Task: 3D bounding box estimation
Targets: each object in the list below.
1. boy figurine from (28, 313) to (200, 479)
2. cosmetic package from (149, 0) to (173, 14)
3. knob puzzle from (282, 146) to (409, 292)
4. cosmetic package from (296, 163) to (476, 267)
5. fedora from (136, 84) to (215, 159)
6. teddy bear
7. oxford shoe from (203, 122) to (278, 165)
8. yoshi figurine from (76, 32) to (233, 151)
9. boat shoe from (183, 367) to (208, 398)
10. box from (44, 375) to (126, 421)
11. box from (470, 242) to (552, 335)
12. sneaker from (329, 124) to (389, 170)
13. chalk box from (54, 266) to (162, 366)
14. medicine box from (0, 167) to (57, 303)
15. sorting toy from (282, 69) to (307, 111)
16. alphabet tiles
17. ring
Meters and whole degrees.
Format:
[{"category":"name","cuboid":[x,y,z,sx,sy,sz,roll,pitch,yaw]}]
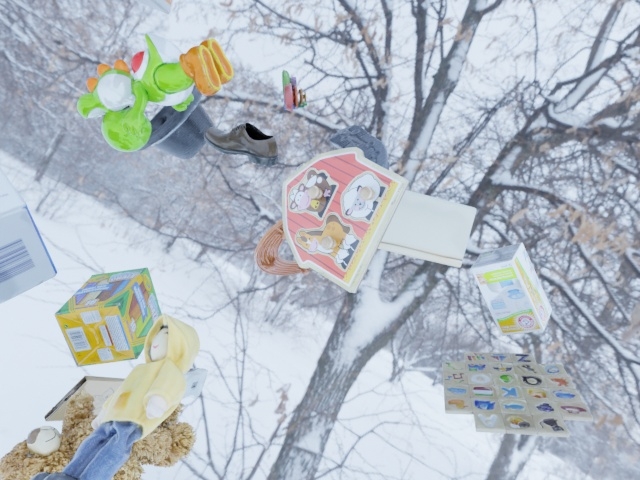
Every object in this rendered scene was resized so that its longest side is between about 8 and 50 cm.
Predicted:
[{"category":"boy figurine","cuboid":[-0.258,0.225,0.655,0.177,0.285,0.092,-22,-61,43]},{"category":"cosmetic package","cuboid":[-0.374,-0.611,0.885,0.162,0.230,0.453,20,14,-12]},{"category":"knob puzzle","cuboid":[0.007,-0.046,0.666,0.213,0.213,0.030,25,8,35]},{"category":"cosmetic package","cuboid":[0.099,-0.048,0.848,0.310,0.113,0.160,12,5,-7]},{"category":"fedora","cuboid":[-0.458,-0.364,1.540,0.152,0.334,0.334,45,-14,-30]},{"category":"teddy bear","cuboid":[-0.405,0.374,0.876,0.338,0.113,0.245,7,30,-23]},{"category":"oxford shoe","cuboid":[-0.209,-0.274,1.228,0.227,0.083,0.096,17,-54,18]},{"category":"yoshi figurine","cuboid":[-0.381,-0.317,1.080,0.362,0.202,0.203,-14,-20,16]},{"category":"boat shoe","cuboid":[-0.336,0.345,1.150,0.070,0.077,0.219,18,-16,6]},{"category":"box","cuboid":[-0.655,0.458,1.346,0.021,0.164,0.201,46,2,29]},{"category":"box","cuboid":[0.486,0.125,1.179,0.114,0.103,0.203,-19,-78,42]},{"category":"sneaker","cuboid":[0.114,-0.185,1.156,0.131,0.112,0.319,60,8,-31]},{"category":"chalk box","cuboid":[-0.583,0.197,1.343,0.179,0.180,0.289,-8,23,3]},{"category":"medicine box","cuboid":[-0.700,-0.058,0.939,0.289,0.149,0.263,47,-33,17]},{"category":"sorting toy","cuboid":[-0.045,-0.264,0.833,0.042,0.102,0.061,-5,-45,-6]},{"category":"alphabet tiles","cuboid":[0.428,0.336,1.063,0.285,0.011,0.342,-2,12,13]},{"category":"ring","cuboid":[0.000,0.000,1.150,0.032,0.337,0.336,63,9,25]}]
